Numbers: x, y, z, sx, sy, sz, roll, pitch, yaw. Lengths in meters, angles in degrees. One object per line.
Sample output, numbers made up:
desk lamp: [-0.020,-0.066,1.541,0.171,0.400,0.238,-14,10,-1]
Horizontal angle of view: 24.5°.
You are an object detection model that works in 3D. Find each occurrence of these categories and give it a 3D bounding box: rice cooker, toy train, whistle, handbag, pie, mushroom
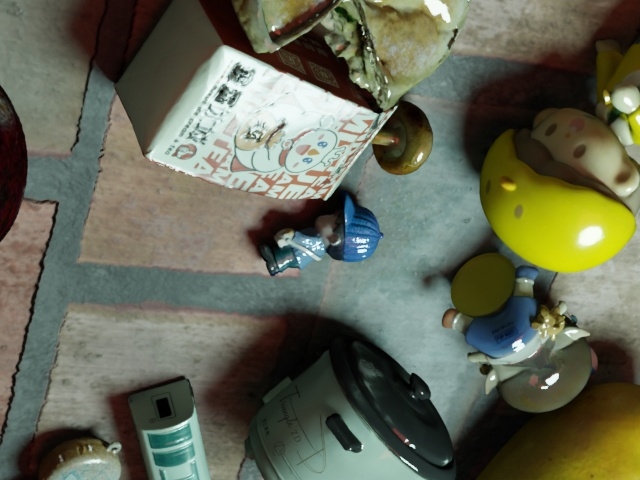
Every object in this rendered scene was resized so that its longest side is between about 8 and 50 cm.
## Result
rice cooker: [0.048,0.254,1.905,0.227,0.241,0.280,-41,163,15]
toy train: [-0.177,0.371,1.990,0.086,0.088,0.407,-16,128,-11]
whistle: [-0.345,0.322,1.915,0.220,0.057,0.107,-39,141,13]
handbag: [-0.063,-0.147,1.653,0.298,0.151,0.171,20,118,-38]
pie: [0.049,-0.311,1.576,0.337,0.075,0.337,-11,110,-34]
mushroom: [0.076,-0.126,1.764,0.129,0.073,0.088,10,103,18]

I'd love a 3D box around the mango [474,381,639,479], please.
mango: [0.334,0.374,2.076,0.232,0.300,0.446,45,119,-10]

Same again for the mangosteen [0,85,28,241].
mangosteen: [-0.445,-0.110,1.444,0.307,0.307,0.347,-8,94,-16]

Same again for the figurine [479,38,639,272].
figurine: [0.347,-0.116,1.781,0.343,0.215,0.187,-45,130,10]

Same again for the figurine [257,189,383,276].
figurine: [0.000,0.000,1.815,0.149,0.087,0.086,-25,165,-3]

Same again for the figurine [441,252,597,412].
figurine: [0.278,0.137,1.972,0.161,0.158,0.275,-27,136,12]
